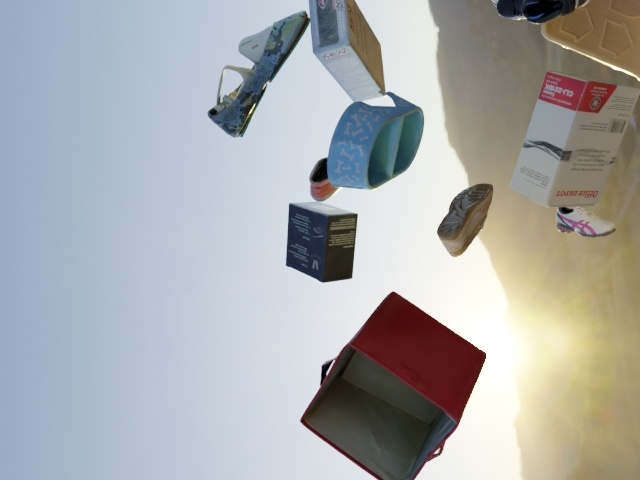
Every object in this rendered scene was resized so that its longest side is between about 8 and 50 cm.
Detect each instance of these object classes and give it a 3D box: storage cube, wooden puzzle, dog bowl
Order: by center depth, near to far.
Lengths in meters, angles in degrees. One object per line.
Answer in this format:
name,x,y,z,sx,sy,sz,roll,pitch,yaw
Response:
storage cube,0.116,0.227,0.981,0.193,0.215,0.183,-37,-22,-57
dog bowl,0.116,-0.187,1.207,0.297,0.074,0.166,-31,-43,-54
wooden puzzle,0.821,-0.658,1.864,0.080,0.348,0.322,132,161,-70

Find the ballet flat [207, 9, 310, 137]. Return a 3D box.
ballet flat,-0.084,-0.209,0.775,0.070,0.188,0.070,27,-150,-17

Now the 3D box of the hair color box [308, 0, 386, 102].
hair color box,0.087,-0.570,1.871,0.374,0.114,0.185,27,-123,-67

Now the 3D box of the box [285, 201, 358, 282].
box,0.000,0.000,1.464,0.093,0.156,0.158,-5,-74,-36

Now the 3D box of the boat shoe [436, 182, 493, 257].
boat shoe,0.251,-0.035,1.079,0.170,0.063,0.059,-46,-54,-35

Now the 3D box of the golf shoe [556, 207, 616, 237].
golf shoe,0.769,-0.059,1.842,0.067,0.186,0.086,-25,-66,-29

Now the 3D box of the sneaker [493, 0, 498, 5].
sneaker,0.501,-0.694,1.636,0.146,0.122,0.330,39,-171,-17

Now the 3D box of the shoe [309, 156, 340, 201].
shoe,0.046,-0.164,1.399,0.063,0.178,0.081,44,167,19

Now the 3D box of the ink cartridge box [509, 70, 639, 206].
ink cartridge box,0.559,-0.220,1.395,0.197,0.114,0.272,-3,-65,-33

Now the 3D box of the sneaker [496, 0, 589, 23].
sneaker,0.427,-0.488,1.295,0.121,0.217,0.079,-33,-64,-28
